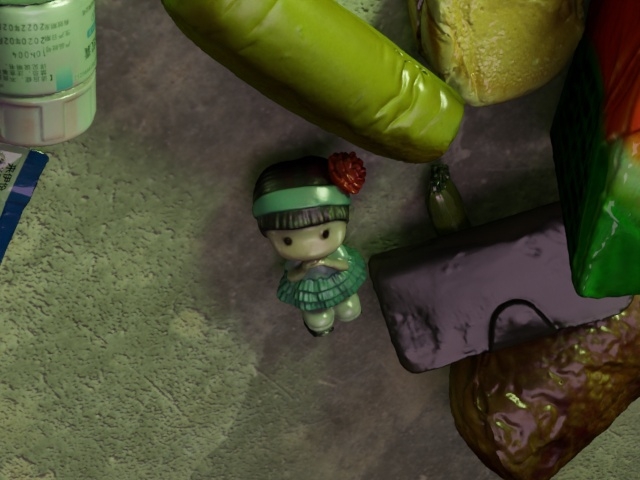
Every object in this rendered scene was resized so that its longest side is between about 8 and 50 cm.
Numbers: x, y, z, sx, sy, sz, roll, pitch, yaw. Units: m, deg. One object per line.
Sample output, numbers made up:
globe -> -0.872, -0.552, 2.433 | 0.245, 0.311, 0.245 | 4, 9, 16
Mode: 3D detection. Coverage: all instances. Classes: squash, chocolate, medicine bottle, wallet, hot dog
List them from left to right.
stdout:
medicine bottle -> -0.294, -0.195, 1.529 | 0.135, 0.135, 0.168 | -6, 126, -15
squash -> 0.165, -0.019, 1.864 | 0.052, 0.052, 0.183 | -27, 130, 1
wallet -> 0.225, 0.052, 1.839 | 0.309, 0.042, 0.165 | -17, 101, 5
hot dog -> 0.337, 0.141, 1.967 | 0.387, 0.174, 0.267 | -43, 129, -1
chocolate -> 0.369, -0.156, 1.624 | 0.161, 0.360, 0.341 | 11, 122, -3

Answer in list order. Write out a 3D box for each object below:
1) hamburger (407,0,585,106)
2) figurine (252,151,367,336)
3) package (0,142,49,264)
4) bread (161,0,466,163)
hamburger -> 0.197, -0.254, 1.669 | 0.214, 0.108, 0.213 | -10, 128, -13
figurine -> 0.000, 0.000, 1.791 | 0.138, 0.110, 0.245 | -20, 133, -6
package -> -0.408, -0.051, 1.660 | 0.173, 0.027, 0.171 | 16, 118, -24
bread -> -0.013, -0.191, 1.602 | 0.383, 0.166, 0.112 | 32, 77, -34
